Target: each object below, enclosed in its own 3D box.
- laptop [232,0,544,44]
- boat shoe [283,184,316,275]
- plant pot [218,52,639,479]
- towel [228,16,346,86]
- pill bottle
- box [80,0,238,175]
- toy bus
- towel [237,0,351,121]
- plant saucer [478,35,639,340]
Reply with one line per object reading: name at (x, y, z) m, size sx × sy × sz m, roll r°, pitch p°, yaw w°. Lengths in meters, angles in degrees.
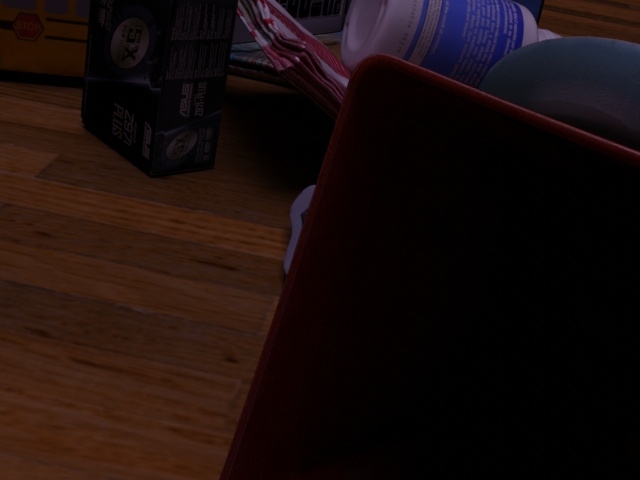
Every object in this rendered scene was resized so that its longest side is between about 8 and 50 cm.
laptop at (0.093, -0.410, 1.266) m, size 0.408 × 0.382 × 0.236 m, roll -17°, pitch 37°, yaw -41°
boat shoe at (0.000, 0.000, 0.856) m, size 0.040 × 0.049 × 0.142 m, roll 43°, pitch 22°, yaw -22°
plant pot at (0.147, 0.080, 0.526) m, size 0.267 × 0.267 × 0.236 m, roll 29°, pitch 19°, yaw 35°
towel at (0.003, -0.283, 1.449) m, size 0.271 × 0.040 × 0.370 m, roll 14°, pitch 26°, yaw 9°
pill bottle at (0.176, -0.243, 1.275) m, size 0.272 × 0.152 × 0.152 m, roll 15°, pitch 23°, yaw -20°
box at (-0.164, -0.177, 1.002) m, size 0.077 × 0.180 × 0.147 m, roll -11°, pitch 33°, yaw -40°
toy bus at (-0.279, -0.256, 1.180) m, size 0.333 × 0.130 × 0.108 m, roll 4°, pitch 26°, yaw -14°
towel at (-0.007, -0.198, 1.092) m, size 0.237 × 0.037 × 0.329 m, roll 36°, pitch 15°, yaw -39°
plant saucer at (0.224, 0.001, 0.700) m, size 0.318 × 0.317 × 0.043 m, roll 29°, pitch 65°, yaw 34°
